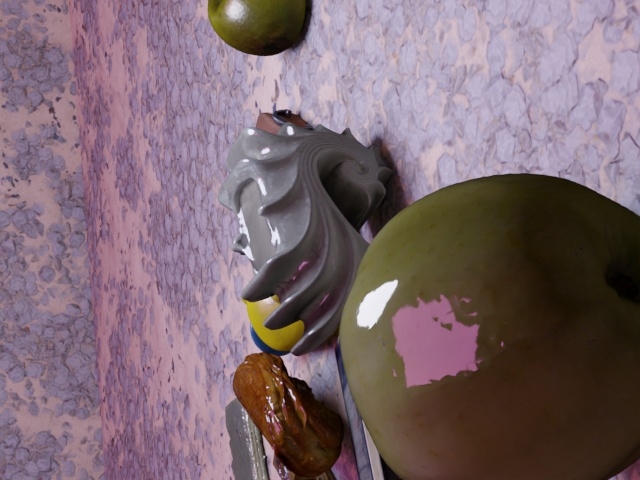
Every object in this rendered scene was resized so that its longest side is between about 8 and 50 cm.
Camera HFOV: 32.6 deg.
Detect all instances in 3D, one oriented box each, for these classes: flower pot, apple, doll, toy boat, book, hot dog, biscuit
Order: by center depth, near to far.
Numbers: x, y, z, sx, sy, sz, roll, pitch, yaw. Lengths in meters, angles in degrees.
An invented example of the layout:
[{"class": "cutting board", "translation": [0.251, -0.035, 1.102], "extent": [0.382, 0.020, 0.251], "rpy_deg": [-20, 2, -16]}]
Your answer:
[{"class": "apple", "translation": [0.204, 0.099, 1.133], "extent": [0.357, 0.357, 0.357], "rpy_deg": [178, 90, -65]}, {"class": "flower pot", "translation": [0.000, 0.000, 1.637], "extent": [0.164, 0.254, 0.367], "rpy_deg": [-50, 47, 51]}, {"class": "book", "translation": [0.065, 0.305, 1.725], "extent": [0.228, 0.018, 0.322], "rpy_deg": [100, 160, -73]}, {"class": "doll", "translation": [-0.042, 0.132, 1.860], "extent": [0.363, 0.199, 0.145], "rpy_deg": [106, -173, -73]}, {"class": "hot dog", "translation": [-0.059, 0.289, 1.868], "extent": [0.196, 0.122, 0.272], "rpy_deg": [49, 177, -22]}, {"class": "toy boat", "translation": [-0.032, 0.411, 1.946], "extent": [0.200, 0.077, 0.057], "rpy_deg": [-134, 49, -55]}, {"class": "apple", "translation": [-0.117, -0.427, 1.968], "extent": [0.196, 0.157, 0.196], "rpy_deg": [-14, 73, 58]}, {"class": "biscuit", "translation": [-0.154, 0.423, 2.252], "extent": [0.121, 0.041, 0.199], "rpy_deg": [-44, 52, 55]}]

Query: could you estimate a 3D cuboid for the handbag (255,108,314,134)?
[{"class": "handbag", "translation": [-0.058, -0.150, 1.964], "extent": [0.193, 0.072, 0.151], "rpy_deg": [-130, 44, -54]}]
